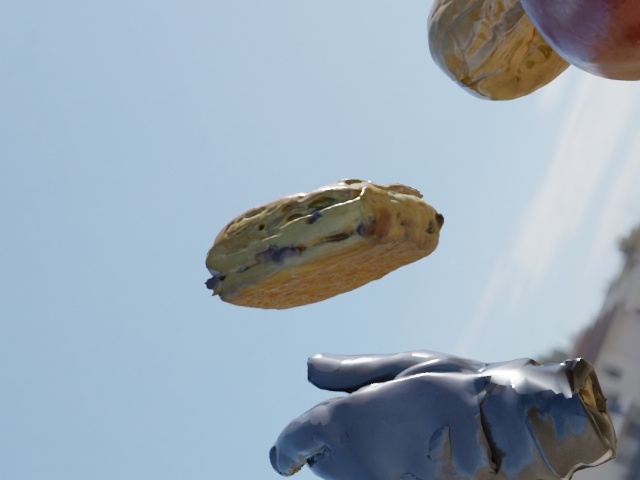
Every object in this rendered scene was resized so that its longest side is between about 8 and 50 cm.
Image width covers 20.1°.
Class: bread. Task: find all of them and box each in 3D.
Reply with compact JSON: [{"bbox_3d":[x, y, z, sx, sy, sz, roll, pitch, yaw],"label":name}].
[{"bbox_3d":[0.000,0.000,2.007,0.210,0.235,0.099,7,-117,-64],"label":"bread"}]

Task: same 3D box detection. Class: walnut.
[{"bbox_3d":[0.201,-0.236,1.841,0.207,0.159,0.159,-52,-5,21],"label":"walnut"}]

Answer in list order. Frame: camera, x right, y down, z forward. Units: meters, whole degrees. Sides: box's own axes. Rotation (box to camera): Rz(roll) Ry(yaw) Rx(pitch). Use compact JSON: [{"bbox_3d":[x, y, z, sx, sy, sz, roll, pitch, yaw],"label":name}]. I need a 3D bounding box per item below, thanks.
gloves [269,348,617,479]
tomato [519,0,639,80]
[{"bbox_3d":[0.076,0.133,1.288,0.119,0.285,0.142,0,-104,-49],"label":"gloves"},{"bbox_3d":[0.288,-0.261,1.432,0.298,0.298,0.226,43,-147,-78],"label":"tomato"}]
